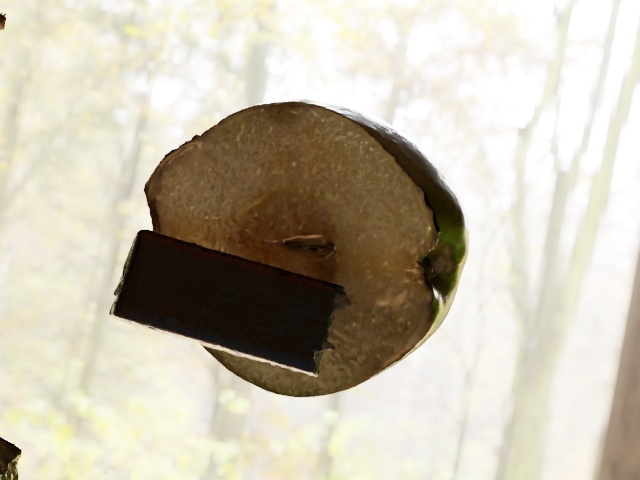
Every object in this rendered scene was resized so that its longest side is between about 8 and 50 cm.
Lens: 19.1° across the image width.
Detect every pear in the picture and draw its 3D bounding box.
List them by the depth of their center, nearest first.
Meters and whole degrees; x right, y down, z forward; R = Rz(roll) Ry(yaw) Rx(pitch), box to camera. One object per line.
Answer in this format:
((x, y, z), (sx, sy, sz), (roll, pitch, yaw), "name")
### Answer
((0.000, 0.000, 2.224), (0.386, 0.340, 0.191), (12, 13, 27), "pear")

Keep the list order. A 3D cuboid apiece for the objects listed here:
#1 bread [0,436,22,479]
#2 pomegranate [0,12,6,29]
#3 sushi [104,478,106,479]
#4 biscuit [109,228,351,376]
((-0.370, 0.297, 1.775), (0.129, 0.260, 0.134), (13, -38, 16), "bread")
((-0.480, -0.239, 1.931), (0.319, 0.319, 0.319), (11, -8, 2), "pomegranate")
((-0.200, 0.257, 1.831), (0.099, 0.050, 0.047), (7, -16, 47), "sushi")
((-0.097, 0.068, 2.084), (0.252, 0.106, 0.070), (16, -5, -2), "biscuit")
